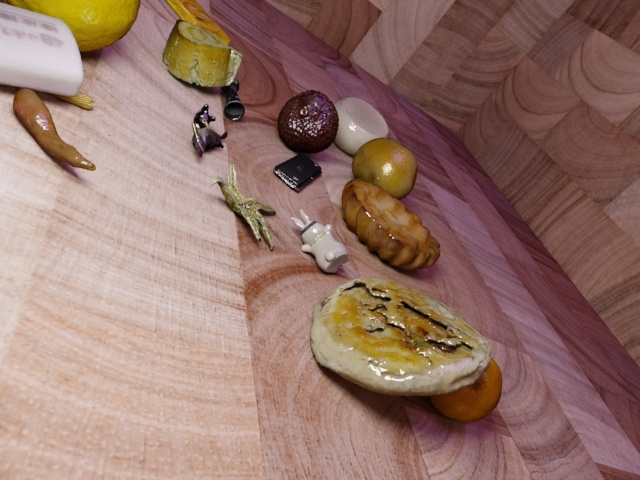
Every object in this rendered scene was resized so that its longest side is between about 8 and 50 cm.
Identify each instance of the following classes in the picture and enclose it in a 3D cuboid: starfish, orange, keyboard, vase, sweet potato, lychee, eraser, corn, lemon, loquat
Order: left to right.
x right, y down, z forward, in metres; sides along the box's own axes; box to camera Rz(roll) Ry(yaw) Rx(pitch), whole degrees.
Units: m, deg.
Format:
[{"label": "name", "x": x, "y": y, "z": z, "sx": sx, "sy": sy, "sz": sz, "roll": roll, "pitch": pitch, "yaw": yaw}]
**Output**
[{"label": "eraser", "x": -0.566, "y": -0.342, "z": 0.925, "sx": 0.270, "sy": 0.095, "sz": 0.174, "roll": 0, "pitch": 54, "yaw": -49}, {"label": "sweet potato", "x": -0.449, "y": -0.178, "z": 0.899, "sx": 0.214, "sy": 0.050, "sz": 0.050, "roll": 47, "pitch": 26, "yaw": 17}, {"label": "lemon", "x": -0.519, "y": -0.533, "z": 1.127, "sx": 0.293, "sy": 0.293, "sz": 0.293, "roll": 32, "pitch": 27, "yaw": -18}, {"label": "corn", "x": -0.477, "y": -0.278, "z": 1.052, "sx": 0.083, "sy": 0.027, "sz": 0.028, "roll": 18, "pitch": 29, "yaw": -36}, {"label": "vase", "x": -0.250, "y": -0.404, "z": 1.534, "sx": 0.059, "sy": 0.059, "sz": 0.167, "roll": 24, "pitch": 29, "yaw": -31}, {"label": "starfish", "x": -0.155, "y": -0.075, "z": 1.144, "sx": 0.217, "sy": 0.050, "sz": 0.223, "roll": 15, "pitch": 46, "yaw": -53}, {"label": "keyboard", "x": -0.057, "y": -0.190, "z": 1.494, "sx": 0.094, "sy": 0.025, "sz": 0.230, "roll": 40, "pitch": 25, "yaw": 2}, {"label": "lychee", "x": -0.035, "y": -0.340, "z": 1.596, "sx": 0.194, "sy": 0.194, "sz": 0.194, "roll": 32, "pitch": 27, "yaw": -18}, {"label": "loquat", "x": 0.202, "y": -0.210, "z": 1.692, "sx": 0.213, "sy": 0.213, "sz": 0.213, "roll": 32, "pitch": 27, "yaw": -18}, {"label": "orange", "x": 0.278, "y": 0.278, "z": 1.071, "sx": 0.155, "sy": 0.154, "sz": 0.134, "roll": 39, "pitch": -16, "yaw": -4}]

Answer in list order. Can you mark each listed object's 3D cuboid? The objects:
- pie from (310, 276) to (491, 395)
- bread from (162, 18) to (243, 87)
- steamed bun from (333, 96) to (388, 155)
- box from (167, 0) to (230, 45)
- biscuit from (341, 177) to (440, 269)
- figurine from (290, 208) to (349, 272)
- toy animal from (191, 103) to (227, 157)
[{"label": "pie", "x": 0.145, "y": 0.167, "z": 0.998, "sx": 0.339, "sy": 0.077, "sz": 0.339, "roll": 8, "pitch": 25, "yaw": -4}, {"label": "bread", "x": -0.336, "y": -0.518, "z": 1.509, "sx": 0.186, "sy": 0.124, "sz": 0.257, "roll": 9, "pitch": 31, "yaw": -36}, {"label": "steamed bun", "x": 0.120, "y": -0.388, "z": 1.919, "sx": 0.232, "sy": 0.145, "sz": 0.231, "roll": 23, "pitch": 43, "yaw": -23}, {"label": "box", "x": -0.445, "y": -0.795, "z": 1.915, "sx": 0.269, "sy": 0.043, "sz": 0.152, "roll": 50, "pitch": 27, "yaw": 22}, {"label": "biscuit", "x": 0.183, "y": -0.038, "z": 1.490, "sx": 0.326, "sy": 0.107, "sz": 0.325, "roll": 34, "pitch": 23, "yaw": -17}, {"label": "figurine", "x": -0.007, "y": 0.007, "z": 1.214, "sx": 0.146, "sy": 0.081, "sz": 0.098, "roll": 49, "pitch": -17, "yaw": 28}, {"label": "toy animal", "x": -0.261, "y": -0.238, "z": 1.243, "sx": 0.105, "sy": 0.070, "sz": 0.202, "roll": 51, "pitch": 16, "yaw": -24}]
